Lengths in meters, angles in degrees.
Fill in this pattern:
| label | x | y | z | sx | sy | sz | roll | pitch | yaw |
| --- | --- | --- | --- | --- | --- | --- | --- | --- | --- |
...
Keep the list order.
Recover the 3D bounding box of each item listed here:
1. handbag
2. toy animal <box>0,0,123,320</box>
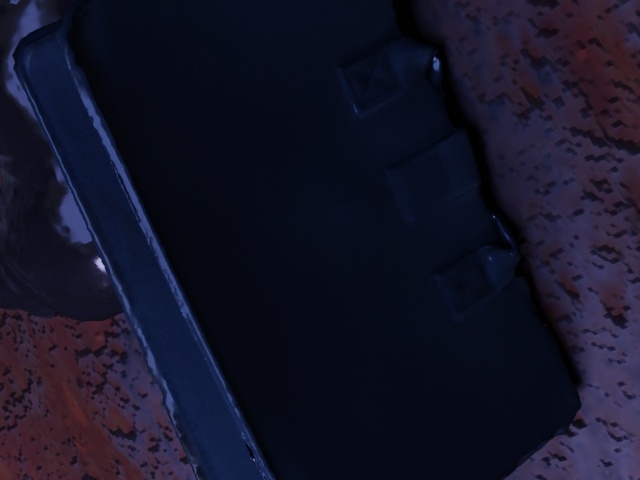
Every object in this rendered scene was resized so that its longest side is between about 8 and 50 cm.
| label | x | y | z | sx | sy | sz | roll | pitch | yaw |
| --- | --- | --- | --- | --- | --- | --- | --- | --- | --- |
| handbag | 0.000 | 0.000 | 0.536 | 0.057 | 0.144 | 0.221 | -14 | 102 | 62 |
| toy animal | -0.106 | -0.127 | 0.599 | 0.168 | 0.106 | 0.343 | 13 | 115 | 38 |
